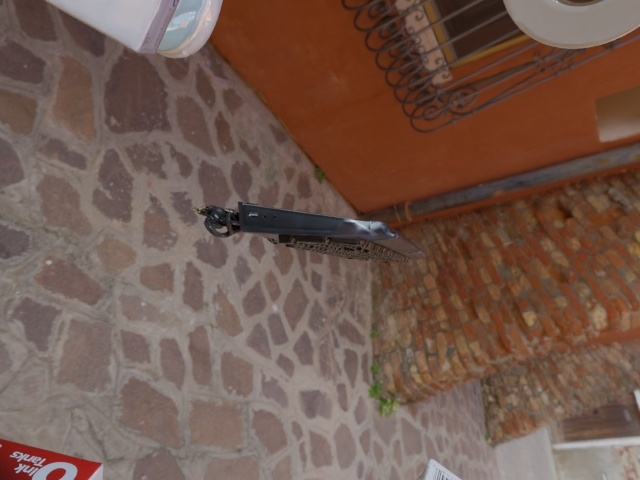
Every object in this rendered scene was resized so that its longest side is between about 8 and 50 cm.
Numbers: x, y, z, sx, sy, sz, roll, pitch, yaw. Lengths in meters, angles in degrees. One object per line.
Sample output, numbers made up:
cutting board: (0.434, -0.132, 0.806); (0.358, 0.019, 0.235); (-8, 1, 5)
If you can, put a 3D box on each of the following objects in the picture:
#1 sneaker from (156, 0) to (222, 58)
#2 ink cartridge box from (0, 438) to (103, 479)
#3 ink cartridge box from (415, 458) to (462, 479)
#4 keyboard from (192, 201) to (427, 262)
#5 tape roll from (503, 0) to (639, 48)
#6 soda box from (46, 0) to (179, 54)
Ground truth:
sneaker: (-0.152, -0.379, 0.485); (0.150, 0.135, 0.365); (-40, 146, -67)
ink cartridge box: (-0.411, 0.299, 0.417); (0.272, 0.310, 0.129); (-61, 161, -76)
ink cartridge box: (0.217, 0.421, 0.528); (0.296, 0.066, 0.261); (32, 18, 15)
keyboard: (0.000, 0.000, 0.495); (0.317, 0.202, 0.033); (19, 81, -72)
tape roll: (0.416, -0.426, 0.712); (0.169, 0.246, 0.246); (-36, 107, -44)
soda box: (-0.215, -0.228, 0.353); (0.216, 0.073, 0.069); (27, 15, -15)
